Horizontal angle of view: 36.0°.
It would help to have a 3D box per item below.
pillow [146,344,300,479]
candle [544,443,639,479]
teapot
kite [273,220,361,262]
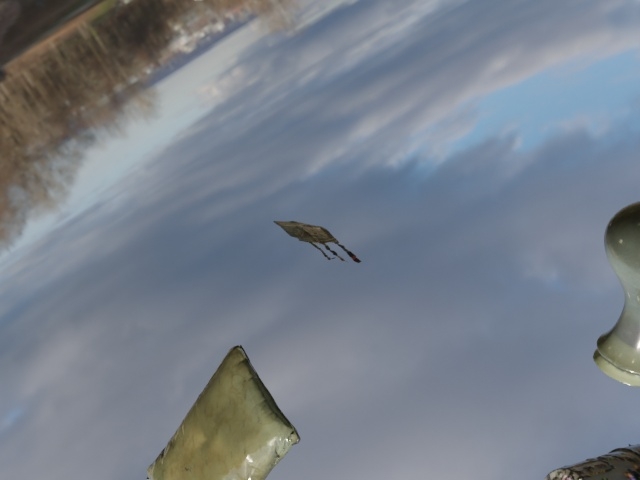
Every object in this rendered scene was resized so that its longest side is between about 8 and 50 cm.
[{"bbox_3d":[-0.151,0.321,1.455,0.075,0.185,0.302,3,130,-48],"label":"pillow"},{"bbox_3d":[0.478,0.473,1.726,0.330,0.187,0.187,-8,-179,-26],"label":"candle"},{"bbox_3d":[0.465,0.075,1.363,0.184,0.250,0.183,7,-152,-4],"label":"teapot"},{"bbox_3d":[0.000,0.001,2.224,0.141,0.015,0.245,2,-160,-32],"label":"kite"}]
